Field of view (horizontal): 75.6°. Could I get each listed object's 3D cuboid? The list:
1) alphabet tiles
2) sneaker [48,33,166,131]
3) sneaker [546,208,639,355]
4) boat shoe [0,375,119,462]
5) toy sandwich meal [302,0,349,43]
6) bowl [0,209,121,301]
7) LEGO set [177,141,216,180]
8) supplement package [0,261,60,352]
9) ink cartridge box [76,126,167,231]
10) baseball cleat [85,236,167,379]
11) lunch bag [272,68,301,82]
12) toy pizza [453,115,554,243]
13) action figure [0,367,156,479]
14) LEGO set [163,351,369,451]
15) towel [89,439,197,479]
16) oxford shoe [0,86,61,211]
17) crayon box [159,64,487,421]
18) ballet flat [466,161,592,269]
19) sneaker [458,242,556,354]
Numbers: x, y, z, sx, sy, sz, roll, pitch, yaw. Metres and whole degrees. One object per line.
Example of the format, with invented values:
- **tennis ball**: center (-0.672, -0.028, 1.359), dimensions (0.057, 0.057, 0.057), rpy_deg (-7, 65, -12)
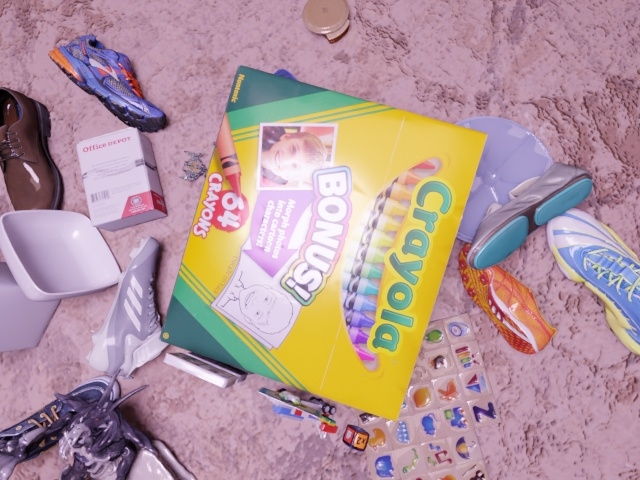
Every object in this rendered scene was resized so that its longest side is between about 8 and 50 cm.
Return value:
- **alphabet tiles**: center (0.151, 0.244, 0.591), dimensions (0.198, 0.009, 0.237), rpy_deg (-15, 81, 1)
- **sneaker**: center (-0.330, -0.259, 0.661), dimensions (0.221, 0.083, 0.087), rpy_deg (38, 80, 6)
- **sneaker**: center (0.411, 0.049, 0.544), dimensions (0.091, 0.126, 0.240), rpy_deg (-36, 82, -2)
- **boat shoe**: center (-0.380, 0.263, 0.583), dimensions (0.183, 0.083, 0.065), rpy_deg (-35, 81, -2)
- **toy sandwich meal**: center (0.011, -0.368, 0.681), dimensions (0.085, 0.029, 0.085), rpy_deg (-1, 79, 7)
- **bowl**: center (-0.381, 0.026, 0.598), dimensions (0.053, 0.142, 0.142), rpy_deg (-37, 80, 20)
- **LEGO set**: center (-0.191, -0.122, 0.663), dimensions (0.083, 0.023, 0.054), rpy_deg (-19, 83, -13)
- **supplement package**: center (-0.472, 0.089, 0.565), dimensions (0.105, 0.179, 0.105), rpy_deg (23, 84, 7)
- **ink cartridge box**: center (-0.308, -0.094, 0.644), dimensions (0.099, 0.056, 0.135), rpy_deg (-15, 81, 1)
- **baseball cleat**: center (-0.262, 0.102, 0.617), dimensions (0.109, 0.072, 0.206), rpy_deg (23, 86, -9)
- **lunch bag**: center (-0.044, -0.204, 0.639), dimensions (0.067, 0.065, 0.098), rpy_deg (-41, 72, 1)
- **toy pizza**: center (0.250, -0.089, 0.622), dimensions (0.201, 0.032, 0.201), rpy_deg (0, 81, 2)
- **action figure**: center (-0.317, 0.301, 0.502), dimensions (0.164, 0.141, 0.276), rpy_deg (25, 80, 2)
- **LEGO set**: center (-0.063, 0.207, 0.521), dimensions (0.244, 0.182, 0.060), rpy_deg (20, 77, 6)
- **towel**: center (-0.229, 0.431, 0.568), dimensions (0.187, 0.049, 0.282), rpy_deg (-39, 80, -1)
- **oxford shoe**: center (-0.474, -0.130, 0.642), dimensions (0.083, 0.096, 0.227), rpy_deg (-18, 83, -1)
- **crayon box**: center (0.000, 0.000, 0.543), dimensions (0.313, 0.106, 0.363), rpy_deg (17, 93, 6)
- **ballet flat**: center (0.270, -0.036, 0.566), dimensions (0.213, 0.072, 0.068), rpy_deg (-33, 43, -7)
- **sneaker**: center (0.262, 0.076, 0.592), dimensions (0.067, 0.064, 0.175), rpy_deg (-31, 84, -23)
